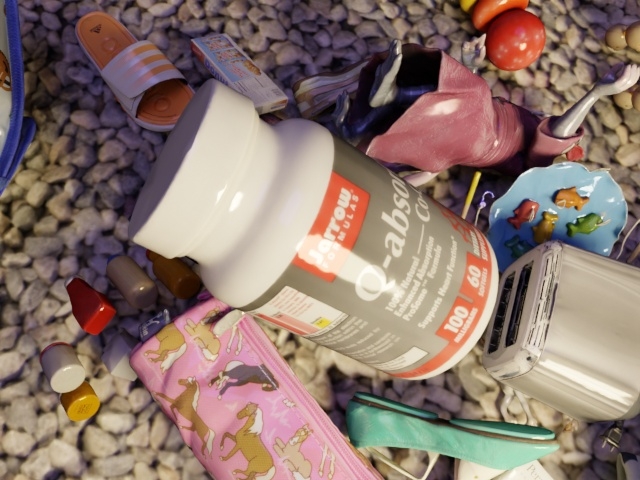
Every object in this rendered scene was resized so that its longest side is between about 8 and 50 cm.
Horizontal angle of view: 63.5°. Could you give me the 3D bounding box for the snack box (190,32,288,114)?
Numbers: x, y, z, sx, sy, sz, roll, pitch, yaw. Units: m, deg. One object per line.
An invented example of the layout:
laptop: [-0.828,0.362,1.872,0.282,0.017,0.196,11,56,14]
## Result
snack box: [-0.126,-0.255,0.785,0.064,0.022,0.178,-25,62,-31]

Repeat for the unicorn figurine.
unicorn figurine: [0.271,0.190,0.671,0.161,0.060,0.111,6,63,-14]

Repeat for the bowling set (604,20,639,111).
bowling set: [0.489,-0.213,0.736,0.154,0.287,0.200,15,107,10]

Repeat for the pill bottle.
pill bottle: [0.000,0.000,0.564,0.363,0.210,0.210,28,72,-26]

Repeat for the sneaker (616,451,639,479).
sneaker: [0.351,0.378,0.605,0.091,0.094,0.258,20,70,27]

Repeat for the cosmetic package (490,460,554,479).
cosmetic package: [0.188,0.362,0.599,0.231,0.085,0.117,-38,78,-10]

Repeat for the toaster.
toaster: [0.288,0.109,0.610,0.146,0.129,0.227,23,66,0]

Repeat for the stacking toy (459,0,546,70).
stacking toy: [0.260,-0.420,0.827,0.141,0.141,0.330,-18,81,-6]

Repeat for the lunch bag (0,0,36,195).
lunch bag: [-0.556,-0.184,0.636,0.327,0.239,0.386,-13,81,13]

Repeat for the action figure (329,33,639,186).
action figure: [0.218,-0.137,0.698,0.370,0.248,0.276,10,109,-23]

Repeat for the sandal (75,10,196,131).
sandal: [-0.297,-0.272,0.787,0.102,0.076,0.265,-43,78,-12]

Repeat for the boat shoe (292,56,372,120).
boat shoe: [0.056,-0.227,0.792,0.190,0.068,0.072,-17,86,4]

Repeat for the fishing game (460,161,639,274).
fishing game: [0.310,-0.013,0.676,0.264,0.189,0.041,13,31,-6]

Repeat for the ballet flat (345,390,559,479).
ballet flat: [0.145,0.244,0.613,0.247,0.083,0.087,4,80,24]

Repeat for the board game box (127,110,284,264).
board game box: [-0.135,-0.083,0.750,0.165,0.042,0.243,29,75,7]

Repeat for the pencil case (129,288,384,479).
pencil case: [-0.052,0.232,0.592,0.160,0.167,0.386,-36,78,-18]

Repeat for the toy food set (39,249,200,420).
toy food set: [-0.275,0.102,0.666,0.104,0.111,0.232,34,85,40]
